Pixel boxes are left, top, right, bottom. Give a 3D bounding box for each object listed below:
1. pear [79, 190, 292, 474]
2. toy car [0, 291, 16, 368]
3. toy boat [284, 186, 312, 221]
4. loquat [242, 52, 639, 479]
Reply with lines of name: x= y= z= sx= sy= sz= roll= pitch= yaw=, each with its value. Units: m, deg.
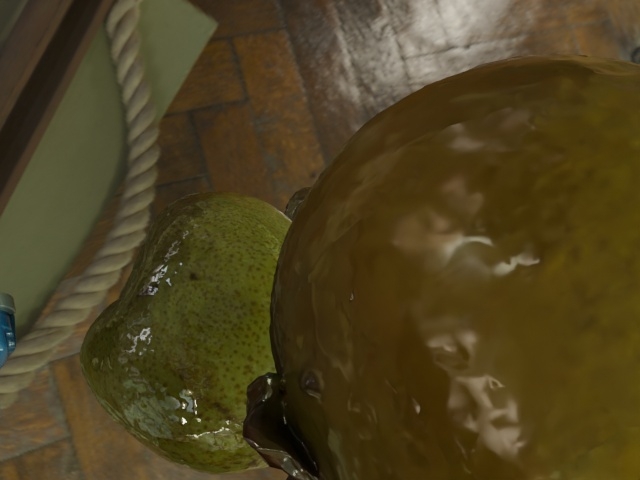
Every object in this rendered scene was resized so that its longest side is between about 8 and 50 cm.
pear: x=-0.077 y=0.081 z=0.895 sx=0.211 sy=0.188 sz=0.228 roll=31 pitch=86 yaw=-9
toy car: x=-0.324 y=0.117 z=0.884 sx=0.097 sy=0.191 sz=0.100 roll=-1 pitch=63 yaw=-39
toy boat: x=0.000 y=0.000 z=1.284 sx=0.116 sy=0.061 sz=0.188 roll=55 pitch=41 yaw=-47
loquat: x=0.099 y=0.054 z=0.469 sx=0.275 sy=0.275 sz=0.275 roll=4 pitch=80 yaw=-26
